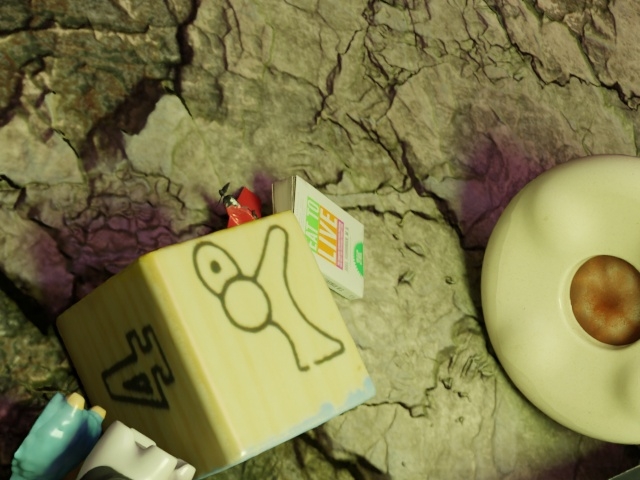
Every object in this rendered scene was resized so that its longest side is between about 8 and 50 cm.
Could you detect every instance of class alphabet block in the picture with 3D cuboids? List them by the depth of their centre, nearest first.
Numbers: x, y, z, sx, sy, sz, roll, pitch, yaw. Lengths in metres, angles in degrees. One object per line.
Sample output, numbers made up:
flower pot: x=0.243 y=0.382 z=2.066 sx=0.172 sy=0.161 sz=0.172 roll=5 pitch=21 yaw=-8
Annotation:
alphabet block: x=-0.100 y=0.109 z=1.062 sx=0.192 sy=0.193 sz=0.197 roll=-17 pitch=80 yaw=-45

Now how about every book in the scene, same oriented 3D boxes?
book: x=0.000 y=0.000 z=1.288 sx=0.144 sy=0.035 sz=0.096 roll=33 pitch=49 yaw=-47

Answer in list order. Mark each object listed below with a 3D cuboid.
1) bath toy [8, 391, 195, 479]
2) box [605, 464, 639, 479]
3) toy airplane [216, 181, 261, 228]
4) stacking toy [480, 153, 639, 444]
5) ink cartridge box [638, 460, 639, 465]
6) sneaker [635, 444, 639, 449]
bath toy: x=-0.102 y=0.260 z=0.910 sx=0.348 sy=0.151 sz=0.129 roll=27 pitch=76 yaw=22
box: x=0.398 y=0.450 z=1.172 sx=0.294 sy=0.212 sz=0.395 roll=-9 pitch=44 yaw=-41
toy airplane: x=-0.065 y=0.000 z=1.237 sx=0.151 sy=0.028 sz=0.151 roll=47 pitch=27 yaw=-33
stacking toy: x=0.468 y=0.043 z=1.485 sx=0.480 sy=0.351 sz=0.350 roll=-13 pitch=77 yaw=-50
ink cartridge box: x=0.501 y=0.276 z=1.432 sx=0.087 sy=0.153 sz=0.208 roll=50 pitch=8 yaw=27
sneaker: x=0.528 y=0.187 z=1.570 sx=0.105 sy=0.115 sz=0.281 roll=32 pitch=45 yaw=15
